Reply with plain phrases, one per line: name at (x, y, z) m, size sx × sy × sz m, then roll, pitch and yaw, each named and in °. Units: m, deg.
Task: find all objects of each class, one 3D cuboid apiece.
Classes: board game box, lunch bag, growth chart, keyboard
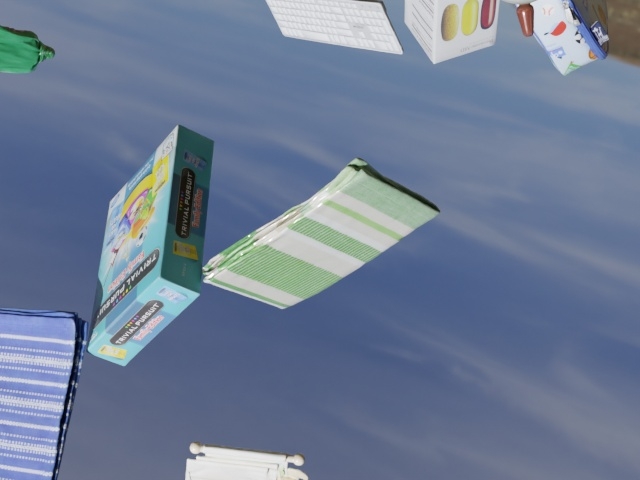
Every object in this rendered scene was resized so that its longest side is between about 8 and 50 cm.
board game box at (-0.288, 0.006, 1.953) m, size 0.079 × 0.254 × 0.336 m, roll 25°, pitch -135°, yaw -26°
lunch bag at (0.431, -0.461, 2.084) m, size 0.243 × 0.115 × 0.303 m, roll 49°, pitch -148°, yaw -33°
growth chart at (-0.111, 0.334, 1.563) m, size 0.172 × 0.237 × 0.021 m, roll 11°, pitch -126°, yaw -6°
keyboard at (0.011, -0.278, 1.455) m, size 0.014 × 0.072 × 0.256 m, roll -37°, pitch -148°, yaw -23°

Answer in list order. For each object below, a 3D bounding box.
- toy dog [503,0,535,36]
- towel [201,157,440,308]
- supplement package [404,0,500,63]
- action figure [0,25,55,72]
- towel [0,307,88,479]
toy dog at (0.219, -0.401, 1.741) m, size 0.334 × 0.161 × 0.220 m, roll 13°, pitch -165°, yaw 28°
towel at (0.000, 0.000, 1.833) m, size 0.248 × 0.325 × 0.038 m, roll 25°, pitch -144°, yaw -51°
supplement package at (0.243, -0.470, 2.104) m, size 0.139 × 0.244 × 0.134 m, roll -20°, pitch -127°, yaw -11°
action figure at (-0.615, -0.364, 2.156) m, size 0.232 × 0.137 × 0.063 m, roll 5°, pitch -161°, yaw -24°
towel at (-0.520, 0.277, 1.916) m, size 0.243 × 0.336 × 0.040 m, roll 3°, pitch 166°, yaw 25°
